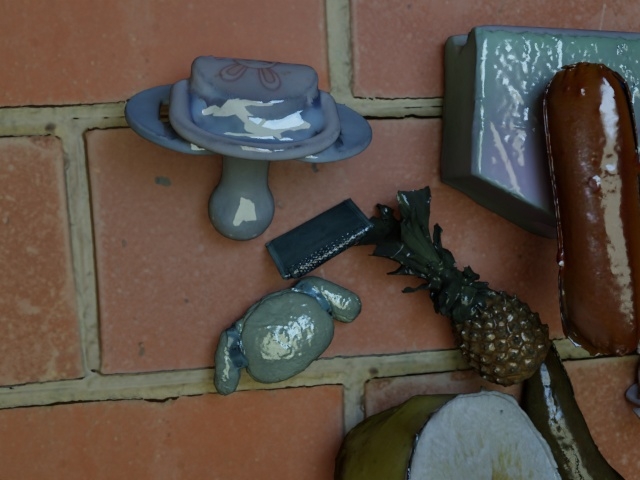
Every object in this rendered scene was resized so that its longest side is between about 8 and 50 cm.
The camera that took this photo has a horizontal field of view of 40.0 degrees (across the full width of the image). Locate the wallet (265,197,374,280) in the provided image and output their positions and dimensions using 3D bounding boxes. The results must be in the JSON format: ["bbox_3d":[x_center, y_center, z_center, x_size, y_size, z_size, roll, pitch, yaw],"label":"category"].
[{"bbox_3d":[0.000,0.000,1.095,0.129,0.088,0.026,-29,122,-4],"label":"wallet"}]

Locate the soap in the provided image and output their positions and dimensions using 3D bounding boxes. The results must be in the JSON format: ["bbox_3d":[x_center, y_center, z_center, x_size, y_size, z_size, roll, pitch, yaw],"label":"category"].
[{"bbox_3d":[0.383,-0.128,1.116,0.446,0.156,0.261,1,93,-10],"label":"soap"}]

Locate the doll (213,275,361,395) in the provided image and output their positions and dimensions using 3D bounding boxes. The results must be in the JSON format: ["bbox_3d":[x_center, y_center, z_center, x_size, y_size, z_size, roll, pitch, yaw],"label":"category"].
[{"bbox_3d":[-0.046,0.117,1.099,0.214,0.071,0.103,-33,99,-10],"label":"doll"}]

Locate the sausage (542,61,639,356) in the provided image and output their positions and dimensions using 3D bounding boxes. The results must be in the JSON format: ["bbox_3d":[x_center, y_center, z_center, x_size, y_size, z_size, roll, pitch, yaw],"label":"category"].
[{"bbox_3d":[0.314,-0.034,0.986,0.102,0.102,0.330,-8,98,-9],"label":"sausage"}]

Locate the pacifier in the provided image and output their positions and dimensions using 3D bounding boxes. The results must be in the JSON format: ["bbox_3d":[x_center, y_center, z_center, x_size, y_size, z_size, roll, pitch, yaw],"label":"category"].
[{"bbox_3d":[-0.083,-0.096,1.031,0.287,0.238,0.226,0,122,-11],"label":"pacifier"}]

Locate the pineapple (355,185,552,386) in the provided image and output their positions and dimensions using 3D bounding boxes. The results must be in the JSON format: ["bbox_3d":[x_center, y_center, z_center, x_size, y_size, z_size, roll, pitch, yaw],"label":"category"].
[{"bbox_3d":[0.173,0.056,1.111,0.277,0.119,0.130,45,72,-12],"label":"pineapple"}]

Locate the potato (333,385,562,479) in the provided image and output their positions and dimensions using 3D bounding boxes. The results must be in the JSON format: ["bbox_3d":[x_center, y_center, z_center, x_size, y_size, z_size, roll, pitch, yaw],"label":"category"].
[{"bbox_3d":[0.148,0.314,1.096,0.299,0.196,0.247,23,63,-34],"label":"potato"}]

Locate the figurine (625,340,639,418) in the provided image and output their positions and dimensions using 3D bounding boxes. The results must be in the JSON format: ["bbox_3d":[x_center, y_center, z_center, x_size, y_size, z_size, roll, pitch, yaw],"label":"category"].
[{"bbox_3d":[0.437,0.121,1.141,0.141,0.162,0.237,-29,116,-11],"label":"figurine"}]

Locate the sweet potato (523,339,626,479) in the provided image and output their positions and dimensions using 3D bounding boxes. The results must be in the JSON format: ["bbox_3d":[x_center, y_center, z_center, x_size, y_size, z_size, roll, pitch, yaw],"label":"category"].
[{"bbox_3d":[0.332,0.268,1.176,0.112,0.085,0.286,-24,86,-41],"label":"sweet potato"}]
